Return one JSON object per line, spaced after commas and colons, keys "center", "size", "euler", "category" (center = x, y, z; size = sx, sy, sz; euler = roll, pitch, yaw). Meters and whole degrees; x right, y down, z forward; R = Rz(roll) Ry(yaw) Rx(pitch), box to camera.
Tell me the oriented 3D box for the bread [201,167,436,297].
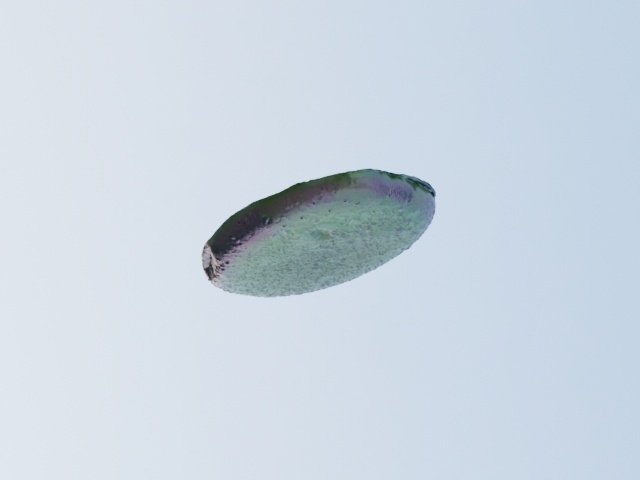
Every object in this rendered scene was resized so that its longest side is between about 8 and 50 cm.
{"center": [0.000, 0.000, 1.683], "size": [0.228, 0.228, 0.033], "euler": [-42, -124, 44], "category": "bread"}
